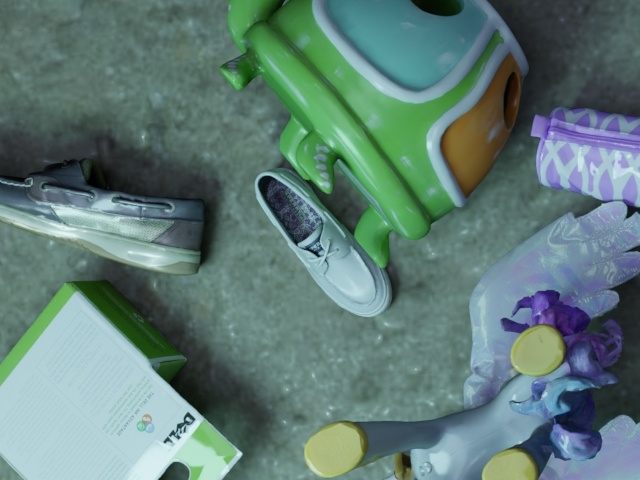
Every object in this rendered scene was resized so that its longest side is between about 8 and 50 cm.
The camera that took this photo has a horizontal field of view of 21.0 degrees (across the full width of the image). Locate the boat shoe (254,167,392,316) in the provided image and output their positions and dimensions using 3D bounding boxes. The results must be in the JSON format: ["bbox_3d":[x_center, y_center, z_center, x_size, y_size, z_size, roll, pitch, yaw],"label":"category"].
[{"bbox_3d":[0.000,0.000,1.715,0.066,0.063,0.184,-37,78,16],"label":"boat shoe"}]

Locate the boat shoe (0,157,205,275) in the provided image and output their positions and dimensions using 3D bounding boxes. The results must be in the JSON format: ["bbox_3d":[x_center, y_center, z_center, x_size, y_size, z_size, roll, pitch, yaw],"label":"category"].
[{"bbox_3d":[-0.249,-0.040,1.789,0.285,0.103,0.092,17,90,15],"label":"boat shoe"}]

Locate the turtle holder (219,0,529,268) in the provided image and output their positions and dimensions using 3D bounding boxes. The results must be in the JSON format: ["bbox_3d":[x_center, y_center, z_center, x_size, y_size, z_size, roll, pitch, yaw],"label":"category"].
[{"bbox_3d":[0.051,-0.156,1.634,0.227,0.243,0.320,-40,37,0],"label":"turtle holder"}]

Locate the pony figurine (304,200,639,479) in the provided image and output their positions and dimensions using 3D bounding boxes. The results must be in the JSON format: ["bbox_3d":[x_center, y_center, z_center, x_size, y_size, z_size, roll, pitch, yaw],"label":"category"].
[{"bbox_3d":[0.177,0.152,1.515,0.351,0.363,0.303,-27,79,8],"label":"pony figurine"}]

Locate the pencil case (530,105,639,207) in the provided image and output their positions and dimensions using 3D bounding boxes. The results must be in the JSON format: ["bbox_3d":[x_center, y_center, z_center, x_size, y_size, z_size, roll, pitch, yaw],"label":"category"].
[{"bbox_3d":[0.302,-0.073,1.595,0.206,0.088,0.086,8,80,21],"label":"pencil case"}]

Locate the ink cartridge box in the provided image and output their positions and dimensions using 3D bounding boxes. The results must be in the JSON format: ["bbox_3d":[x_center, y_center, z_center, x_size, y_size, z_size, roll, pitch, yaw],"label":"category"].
[{"bbox_3d":[-0.209,0.193,1.772,0.255,0.097,0.189,42,102,13],"label":"ink cartridge box"}]
